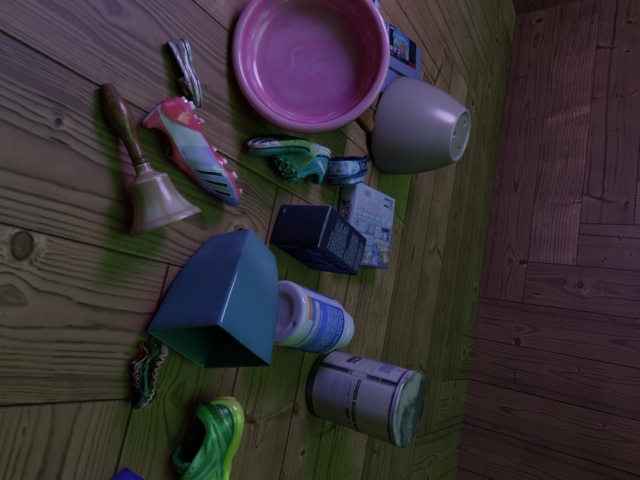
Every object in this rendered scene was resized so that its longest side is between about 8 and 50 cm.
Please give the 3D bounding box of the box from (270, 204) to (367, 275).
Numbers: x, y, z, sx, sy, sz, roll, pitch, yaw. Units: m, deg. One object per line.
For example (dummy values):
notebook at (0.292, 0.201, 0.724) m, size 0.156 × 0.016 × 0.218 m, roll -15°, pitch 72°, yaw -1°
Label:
box at (0.000, 0.000, 1.088) m, size 0.207 × 0.153 × 0.108 m, roll 36°, pitch 65°, yaw -49°

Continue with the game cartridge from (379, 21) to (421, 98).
game cartridge at (0.261, -0.596, 1.476) m, size 0.355 × 0.068 × 0.230 m, roll -8°, pitch 104°, yaw -54°

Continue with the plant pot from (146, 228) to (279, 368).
plant pot at (-0.181, 0.104, 0.835) m, size 0.165 × 0.166 × 0.234 m, roll 55°, pitch 35°, yaw -42°

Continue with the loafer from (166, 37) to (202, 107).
loafer at (-0.254, -0.309, 0.795) m, size 0.039 × 0.045 × 0.125 m, roll -19°, pitch 103°, yaw -35°

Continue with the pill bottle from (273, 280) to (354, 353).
pill bottle at (-0.027, 0.203, 1.073) m, size 0.272 × 0.152 × 0.152 m, roll 31°, pitch 68°, yaw -52°

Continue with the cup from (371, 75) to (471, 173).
cup at (0.356, -0.364, 1.425) m, size 0.331 × 0.237 × 0.331 m, roll -32°, pitch 131°, yaw -46°

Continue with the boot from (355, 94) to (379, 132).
boot at (0.100, -0.449, 1.096) m, size 0.280 × 0.096 × 0.264 m, roll 13°, pitch 84°, yaw -55°

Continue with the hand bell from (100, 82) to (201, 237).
hand bell at (-0.305, -0.139, 0.710) m, size 0.126 × 0.126 × 0.242 m, roll -33°, pitch 106°, yaw -49°

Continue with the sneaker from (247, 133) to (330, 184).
sneaker at (-0.064, -0.192, 1.026) m, size 0.275 × 0.107 × 0.110 m, roll 1°, pitch 102°, yaw -55°

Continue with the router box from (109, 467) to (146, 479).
router box at (-0.391, 0.599, 0.658) m, size 0.335 × 0.082 × 0.301 m, roll -29°, pitch 117°, yaw -50°

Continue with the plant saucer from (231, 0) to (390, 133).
plant saucer at (-0.020, -0.395, 0.925) m, size 0.084 × 0.332 × 0.332 m, roll -82°, pitch 174°, yaw -86°

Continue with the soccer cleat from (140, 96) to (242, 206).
soccer cleat at (-0.236, -0.153, 0.817) m, size 0.095 × 0.083 × 0.248 m, roll -36°, pitch 133°, yaw -12°

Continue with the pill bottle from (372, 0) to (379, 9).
pill bottle at (0.099, -0.608, 1.186) m, size 0.123 × 0.123 × 0.219 m, roll 1°, pitch 93°, yaw -55°

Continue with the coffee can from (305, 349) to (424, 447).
coffee can at (0.126, 0.436, 1.207) m, size 0.201 × 0.275 × 0.201 m, roll -9°, pitch 102°, yaw -54°

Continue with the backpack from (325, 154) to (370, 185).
backpack at (0.069, -0.196, 1.205) m, size 0.114 × 0.105 × 0.084 m, roll -14°, pitch 104°, yaw -48°

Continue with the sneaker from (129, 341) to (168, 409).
sneaker at (-0.319, 0.237, 0.761) m, size 0.057 × 0.047 × 0.119 m, roll 35°, pitch 57°, yaw -44°

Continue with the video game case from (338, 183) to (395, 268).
video game case at (0.145, -0.040, 1.367) m, size 0.269 × 0.061 × 0.244 m, roll 13°, pitch 82°, yaw -54°

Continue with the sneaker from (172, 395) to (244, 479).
sneaker at (-0.243, 0.461, 0.860) m, size 0.123 × 0.109 × 0.295 m, roll 13°, pitch 84°, yaw -31°
